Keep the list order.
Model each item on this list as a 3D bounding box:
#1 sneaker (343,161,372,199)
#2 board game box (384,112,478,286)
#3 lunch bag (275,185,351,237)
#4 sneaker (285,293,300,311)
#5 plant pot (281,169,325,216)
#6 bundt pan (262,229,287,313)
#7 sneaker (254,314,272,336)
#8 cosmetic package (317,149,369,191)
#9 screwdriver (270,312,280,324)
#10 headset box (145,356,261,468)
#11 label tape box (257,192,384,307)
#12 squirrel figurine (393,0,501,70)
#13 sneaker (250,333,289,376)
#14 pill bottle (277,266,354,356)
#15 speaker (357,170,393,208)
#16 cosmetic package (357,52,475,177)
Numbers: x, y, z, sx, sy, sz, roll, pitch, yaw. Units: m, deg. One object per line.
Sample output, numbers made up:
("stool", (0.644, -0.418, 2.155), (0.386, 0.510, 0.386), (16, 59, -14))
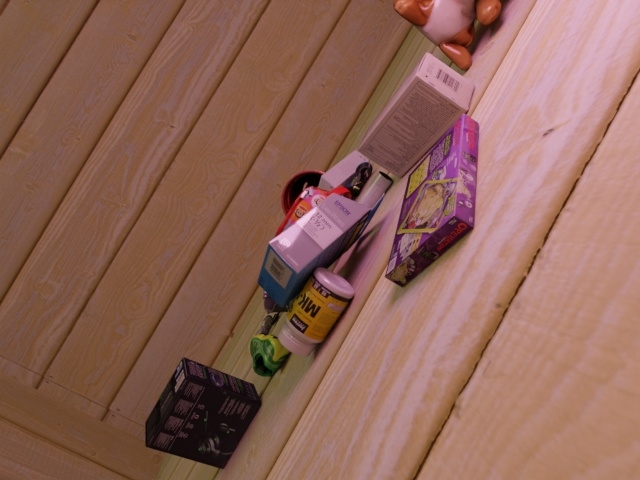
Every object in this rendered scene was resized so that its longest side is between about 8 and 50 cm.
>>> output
("sneaker", (0.151, -0.227, 1.812), (0.188, 0.067, 0.078), (-58, 20, 30))
("board game box", (0.231, -0.089, 0.926), (0.208, 0.056, 0.347), (-57, 8, 46))
("lunch bag", (0.008, -0.063, 1.487), (0.258, 0.120, 0.293), (-58, -26, 14))
("sneaker", (-0.042, 0.217, 1.348), (0.086, 0.163, 0.226), (-38, 50, -1))
("plant pot", (-0.022, -0.201, 2.106), (0.273, 0.272, 0.265), (-57, 1, 16))
("bundt pan", (-0.118, 0.122, 1.739), (0.330, 0.124, 0.331), (-169, 90, -71))
("sneaker", (-0.247, 0.398, 2.042), (0.135, 0.052, 0.058), (-65, 17, 11))
("cosmetic package", (0.091, -0.262, 1.885), (0.231, 0.085, 0.117), (-40, -17, -33))
("screwdriver", (-0.172, 0.301, 2.022), (0.025, 0.024, 0.170), (0, 47, 45))
("headset box", (-0.356, 0.541, 1.429), (0.247, 0.282, 0.131), (-60, 24, 1))
("label tape box", (0.000, 0.000, 1.246), (0.347, 0.115, 0.249), (-42, -11, -29))
("squirrel figurine", (0.429, -0.753, 1.313), (0.370, 0.281, 0.397), (-47, 16, 29))
("sneaker", (-0.192, 0.386, 1.530), (0.124, 0.109, 0.295), (-59, 8, -24))
("pill bottle", (-0.015, 0.183, 1.166), (0.209, 0.119, 0.119), (-58, 9, 11))
("speaker", (0.169, -0.150, 1.443), (0.136, 0.055, 0.055), (-56, 9, 24))
("cosmetic package", (0.249, -0.324, 1.237), (0.309, 0.160, 0.113), (-45, 16, 55))
